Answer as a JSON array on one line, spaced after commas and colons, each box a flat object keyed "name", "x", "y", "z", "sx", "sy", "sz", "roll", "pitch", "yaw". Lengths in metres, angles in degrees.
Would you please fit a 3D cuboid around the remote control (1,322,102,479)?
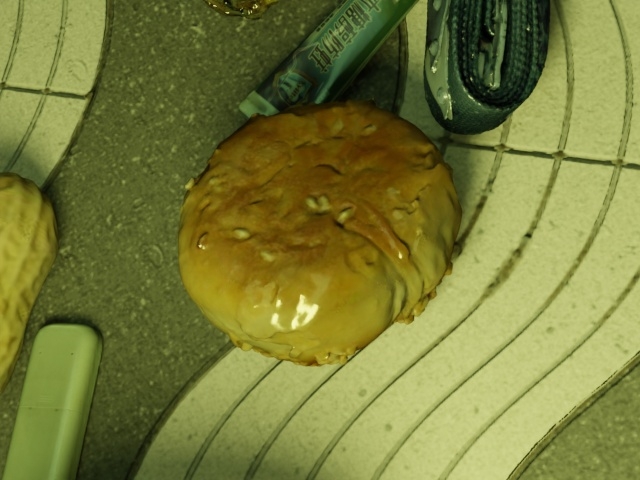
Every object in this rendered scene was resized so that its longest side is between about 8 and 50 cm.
[{"name": "remote control", "x": -0.311, "y": 0.237, "z": 1.909, "sx": 0.090, "sy": 0.038, "sz": 0.310, "roll": 0, "pitch": 67, "yaw": 23}]

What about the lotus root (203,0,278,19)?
[{"name": "lotus root", "x": -0.085, "y": -0.406, "z": 2.034, "sx": 0.160, "sy": 0.152, "sz": 0.275, "roll": -2, "pitch": 65, "yaw": 30}]

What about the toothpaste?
[{"name": "toothpaste", "x": 0.063, "y": -0.268, "z": 1.968, "sx": 0.392, "sy": 0.061, "sz": 0.099, "roll": -48, "pitch": 62, "yaw": -1}]

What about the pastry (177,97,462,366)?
[{"name": "pastry", "x": 0.000, "y": 0.000, "z": 1.804, "sx": 0.284, "sy": 0.184, "sz": 0.316, "roll": 27, "pitch": 60, "yaw": 24}]

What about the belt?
[{"name": "belt", "x": 0.175, "y": -0.221, "z": 1.875, "sx": 0.122, "sy": 0.128, "sz": 0.218, "roll": 10, "pitch": 69, "yaw": -15}]

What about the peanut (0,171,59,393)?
[{"name": "peanut", "x": -0.400, "y": 0.074, "z": 1.960, "sx": 0.153, "sy": 0.140, "sz": 0.325, "roll": 9, "pitch": 75, "yaw": 44}]
